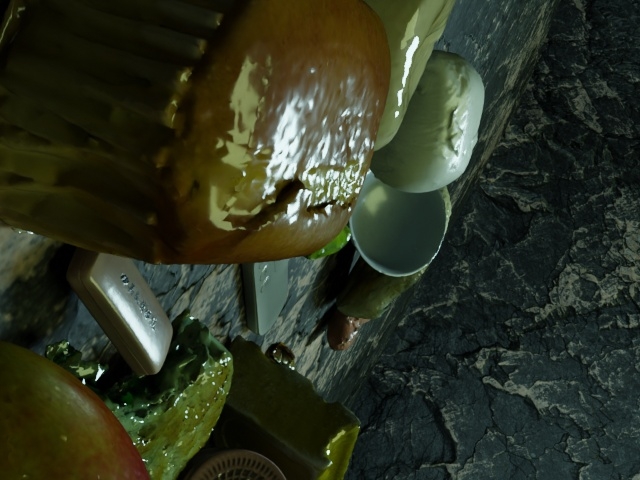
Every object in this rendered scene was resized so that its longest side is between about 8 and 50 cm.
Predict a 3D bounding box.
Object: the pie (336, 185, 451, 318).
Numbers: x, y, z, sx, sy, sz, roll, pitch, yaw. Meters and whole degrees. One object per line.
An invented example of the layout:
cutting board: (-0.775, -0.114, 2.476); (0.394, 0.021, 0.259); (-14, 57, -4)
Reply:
pie: (0.139, 0.007, 1.372); (0.338, 0.075, 0.337); (-55, -170, 15)

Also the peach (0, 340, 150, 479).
peach: (-0.166, 0.142, 0.336); (0.197, 0.197, 0.197); (-57, 166, -23)

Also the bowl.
bowl: (0.105, -0.037, 1.197); (0.086, 0.189, 0.189); (0, -124, 60)

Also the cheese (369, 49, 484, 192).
cheese: (0.133, -0.158, 0.984); (0.198, 0.154, 0.189); (-19, 117, -66)

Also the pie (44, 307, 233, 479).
pie: (-0.193, 0.201, 0.610); (0.297, 0.078, 0.371); (-66, 165, 8)

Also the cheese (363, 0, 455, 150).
cheese: (0.042, -0.180, 0.657); (0.235, 0.117, 0.218); (-41, 153, -73)

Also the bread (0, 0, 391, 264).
bread: (-0.051, -0.071, 0.451); (0.204, 0.156, 0.288); (-68, 165, 10)

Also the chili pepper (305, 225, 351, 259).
chili pepper: (0.000, 0.000, 1.018); (0.201, 0.050, 0.052); (-11, 111, -77)

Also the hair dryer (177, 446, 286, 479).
hair dryer: (-0.019, 0.345, 0.863); (0.210, 0.352, 0.125); (-38, -149, 65)

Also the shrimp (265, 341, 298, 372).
shrimp: (-0.059, 0.224, 1.146); (0.249, 0.068, 0.150); (72, 7, -60)

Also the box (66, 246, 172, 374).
box: (-0.138, 0.046, 0.517); (0.048, 0.025, 0.115); (-86, 162, -46)

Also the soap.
soap: (-0.059, 0.272, 1.005); (0.091, 0.199, 0.315); (-48, 163, -29)

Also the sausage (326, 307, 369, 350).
sausage: (0.070, 0.156, 1.543); (0.078, 0.078, 0.304); (-67, 168, 16)

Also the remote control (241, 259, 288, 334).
remote control: (-0.066, 0.046, 0.909); (0.077, 0.022, 0.245); (-54, 164, -28)
